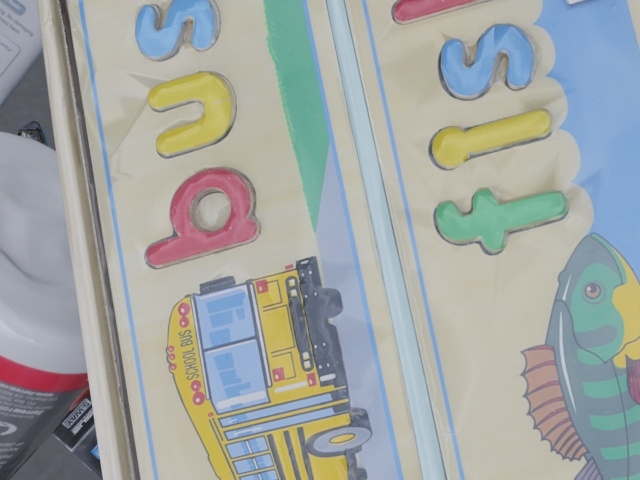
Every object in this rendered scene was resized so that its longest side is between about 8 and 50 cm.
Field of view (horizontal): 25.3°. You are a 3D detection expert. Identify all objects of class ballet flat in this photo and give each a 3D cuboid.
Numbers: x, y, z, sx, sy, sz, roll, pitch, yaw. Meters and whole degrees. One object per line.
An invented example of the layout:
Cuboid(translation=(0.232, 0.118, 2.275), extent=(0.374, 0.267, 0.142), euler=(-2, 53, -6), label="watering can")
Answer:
Cuboid(translation=(-0.353, -0.101, 1.806), extent=(0.041, 0.041, 0.114), euler=(-40, 66, 13), label="ballet flat")

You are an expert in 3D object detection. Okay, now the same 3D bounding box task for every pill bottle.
Cuboid(translation=(-0.261, 0.091, 0.939), extent=(0.176, 0.176, 0.318), euler=(49, 120, 8), label="pill bottle")

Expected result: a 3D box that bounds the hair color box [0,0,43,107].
Cuboid(translation=(-0.418, -0.256, 1.681), extent=(0.185, 0.374, 0.113), euler=(37, 146, -12), label="hair color box")

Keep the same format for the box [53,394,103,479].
Cuboid(translation=(-0.093, 0.215, 1.506), extent=(0.242, 0.076, 0.307), euler=(-47, 117, -14), label="box")

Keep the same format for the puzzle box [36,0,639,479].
Cuboid(translation=(0.035, 0.040, 0.574), extent=(0.272, 0.052, 0.409), euler=(-16, 74, 16), label="puzzle box")
